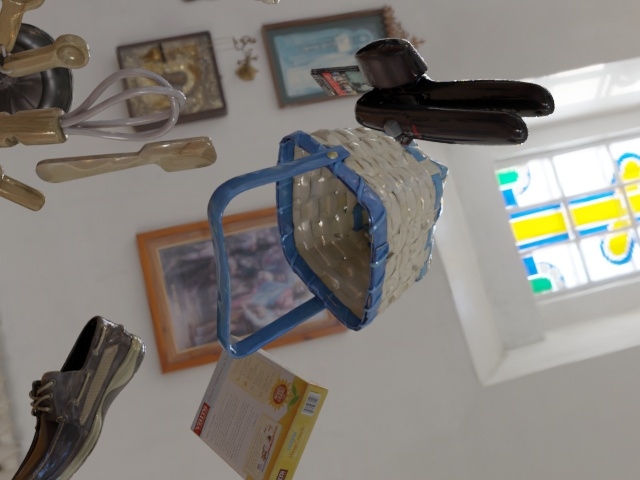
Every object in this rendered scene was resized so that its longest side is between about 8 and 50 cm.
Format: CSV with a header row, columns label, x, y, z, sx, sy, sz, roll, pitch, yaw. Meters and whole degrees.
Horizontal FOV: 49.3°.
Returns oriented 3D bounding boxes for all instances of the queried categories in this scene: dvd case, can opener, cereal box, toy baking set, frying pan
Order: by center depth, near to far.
label,x,y,z,sx,sy,sz,roll,pitch,yaw
can opener,0.077,-0.089,0.469,0.073,0.059,0.186,43,-4,-33
toy baking set,-0.206,-0.086,0.483,0.256,0.197,0.030,36,40,-42
cereal box,-0.103,0.264,1.083,0.240,0.047,0.173,19,-95,53
frying pan,-0.504,-0.324,1.145,0.053,0.197,0.326,-43,133,-72
dvd case,0.053,-0.281,1.229,0.087,0.119,0.013,34,61,-62

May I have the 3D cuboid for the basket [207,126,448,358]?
label,x,y,z,sx,sy,sz,roll,pitch,yaw
basket,0.000,0.000,0.840,0.201,0.289,0.254,40,-39,32

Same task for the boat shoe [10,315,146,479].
label,x,y,z,sx,sy,sz,roll,pitch,yaw
boat shoe,-0.438,0.277,1.195,0.130,0.132,0.355,48,37,-23

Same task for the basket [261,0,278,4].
label,x,y,z,sx,sy,sz,roll,pitch,yaw
basket,-0.167,-0.520,0.866,0.331,0.266,0.328,31,-2,30
